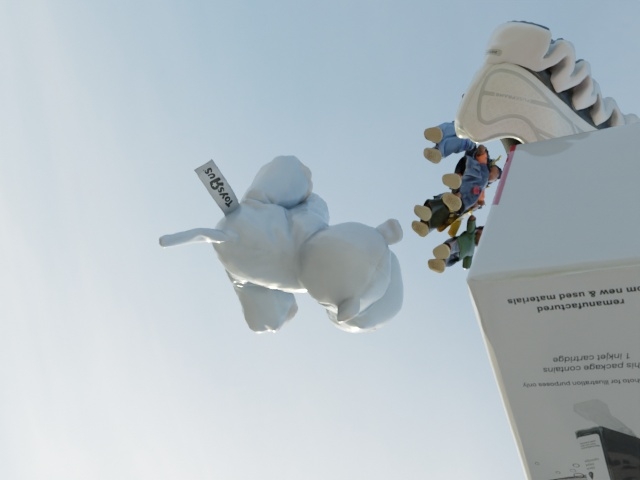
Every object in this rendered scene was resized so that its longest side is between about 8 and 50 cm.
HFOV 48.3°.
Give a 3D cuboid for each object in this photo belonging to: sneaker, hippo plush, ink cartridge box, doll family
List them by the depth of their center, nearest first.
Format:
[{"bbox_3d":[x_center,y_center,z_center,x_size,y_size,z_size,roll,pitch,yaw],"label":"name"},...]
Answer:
[{"bbox_3d":[0.203,0.084,0.491,0.114,0.197,0.273,-8,-63,27],"label":"ink cartridge box"},{"bbox_3d":[0.249,-0.076,0.674,0.118,0.292,0.110,-57,-163,1],"label":"sneaker"},{"bbox_3d":[0.156,-0.060,0.780,0.076,0.111,0.193,34,-50,35],"label":"doll family"},{"bbox_3d":[0.000,0.000,0.932,0.236,0.294,0.234,9,-118,28],"label":"hippo plush"}]
